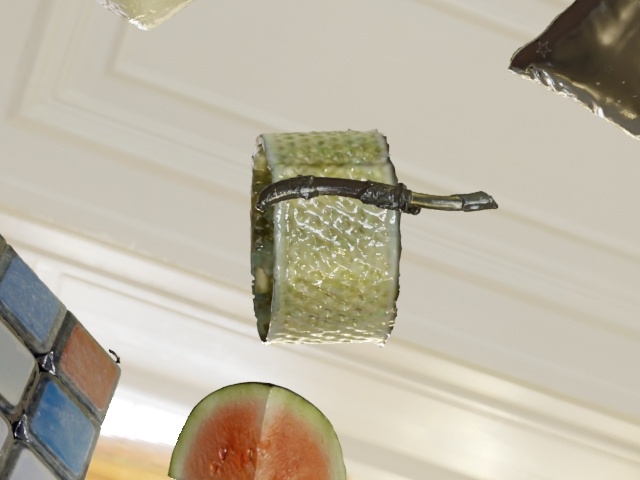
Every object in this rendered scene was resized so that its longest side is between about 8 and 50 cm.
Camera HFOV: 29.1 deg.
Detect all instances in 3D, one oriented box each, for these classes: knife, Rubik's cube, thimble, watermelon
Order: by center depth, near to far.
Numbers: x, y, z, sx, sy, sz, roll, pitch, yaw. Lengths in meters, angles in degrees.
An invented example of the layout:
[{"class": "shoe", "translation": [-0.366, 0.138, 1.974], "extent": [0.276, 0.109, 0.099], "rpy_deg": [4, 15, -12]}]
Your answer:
[{"class": "knife", "translation": [0.051, -0.041, 1.129], "extent": [0.021, 0.222, 0.045], "rpy_deg": [97, -8, -46]}, {"class": "watermelon", "translation": [-0.050, 0.228, 1.312], "extent": [0.193, 0.145, 0.137], "rpy_deg": [-42, -124, 36]}, {"class": "Rubik's cube", "translation": [-0.486, 0.197, 1.392], "extent": [0.359, 0.362, 0.363], "rpy_deg": [-26, -157, 18]}, {"class": "thimble", "translation": [0.000, 0.000, 1.487], "extent": [0.271, 0.150, 0.271], "rpy_deg": [179, -90, -81]}]

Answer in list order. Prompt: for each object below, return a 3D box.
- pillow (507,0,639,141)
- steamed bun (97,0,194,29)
[{"class": "pillow", "translation": [0.232, -0.105, 0.740], "extent": [0.141, 0.208, 0.055], "rpy_deg": [-48, -150, 27]}, {"class": "steamed bun", "translation": [-0.248, -0.463, 1.658], "extent": [0.273, 0.290, 0.272], "rpy_deg": [-55, 167, -15]}]
